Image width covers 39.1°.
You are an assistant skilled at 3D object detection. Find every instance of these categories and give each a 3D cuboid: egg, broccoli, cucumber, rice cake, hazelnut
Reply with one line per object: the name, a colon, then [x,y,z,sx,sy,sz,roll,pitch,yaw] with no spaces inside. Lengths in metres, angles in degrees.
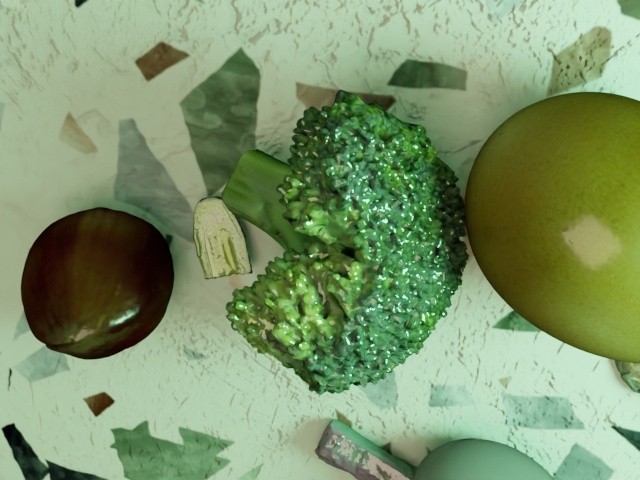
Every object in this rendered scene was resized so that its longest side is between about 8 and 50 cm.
egg: [0.217,0.334,1.166,0.199,0.146,0.146,17,117,-1]
egg: [0.299,-0.008,0.928,0.322,0.250,0.250,37,118,-8]
broccoli: [0.004,0.017,0.993,0.302,0.249,0.375,13,141,13]
cucumber: [-0.128,-0.006,1.160,0.067,0.035,0.107,-9,104,7]
rice cake: [0.117,0.354,1.254,0.290,0.051,0.081,35,117,-3]
hazelnut: [-0.284,0.065,1.137,0.208,0.208,0.208,6,115,12]

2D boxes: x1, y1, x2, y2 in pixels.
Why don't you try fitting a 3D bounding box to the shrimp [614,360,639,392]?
shrimp: [0.396,0.114,1.079,0.101,0.042,0.190,-10,113,26]
